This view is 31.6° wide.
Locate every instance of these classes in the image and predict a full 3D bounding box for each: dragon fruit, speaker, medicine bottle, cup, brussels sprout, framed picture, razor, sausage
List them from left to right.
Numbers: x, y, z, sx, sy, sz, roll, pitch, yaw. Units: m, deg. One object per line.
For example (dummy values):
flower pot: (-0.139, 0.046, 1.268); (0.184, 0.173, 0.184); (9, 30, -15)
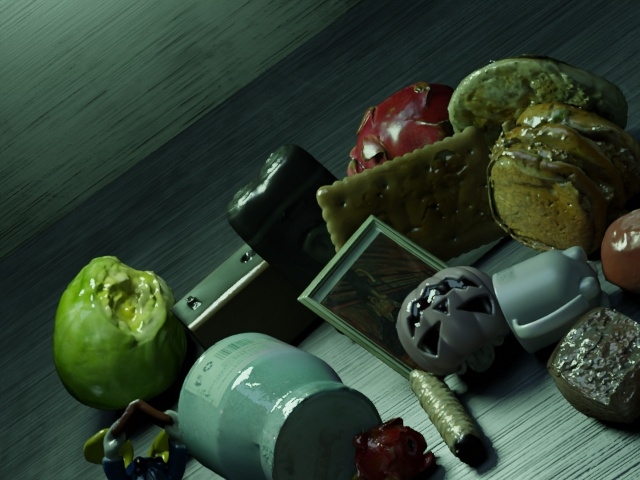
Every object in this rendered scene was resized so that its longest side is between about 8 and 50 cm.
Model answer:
brussels sprout: (-0.404, 0.191, 2.324); (0.268, 0.344, 0.344); (13, 45, 14)
speaker: (-0.142, 0.132, 2.197); (0.231, 0.192, 0.153); (-41, 23, -10)
medicine bottle: (-0.059, 0.291, 1.770); (0.245, 0.245, 0.290); (-45, 29, -17)
razor: (-0.001, -0.001, 2.069); (0.204, 0.349, 0.113); (-44, 8, 6)
dragon fruit: (0.109, 0.314, 1.655); (0.068, 0.126, 0.112); (-22, 66, 60)
framed picture: (0.132, 0.098, 1.890); (0.216, 0.273, 0.016); (-49, -17, -23)
dragon fruit: (0.202, -0.204, 2.297); (0.315, 0.250, 0.250); (-13, 30, 10)
cup: (0.346, 0.080, 1.696); (0.142, 0.173, 0.134); (-26, 70, 18)
sausage: (0.516, 0.013, 1.626); (0.254, 0.148, 0.148); (-11, 36, 39)

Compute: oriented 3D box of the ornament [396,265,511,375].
ornament: (0.214, 0.132, 1.769); (0.177, 0.177, 0.177); (-29, 26, 16)

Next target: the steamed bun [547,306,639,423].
steamed bun: (0.392, 0.170, 1.548); (0.145, 0.106, 0.175); (-42, 28, -11)

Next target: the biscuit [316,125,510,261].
biscuit: (0.173, -0.052, 2.005); (0.325, 0.217, 0.044); (-21, 5, -5)

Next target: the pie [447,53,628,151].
pie: (0.385, -0.225, 2.013); (0.339, 0.339, 0.077); (-12, 61, 42)

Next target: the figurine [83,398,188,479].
figurine: (-0.266, 0.400, 1.892); (0.205, 0.283, 0.338); (-7, 35, -20)

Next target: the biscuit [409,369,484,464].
biscuit: (0.190, 0.261, 1.707); (0.055, 0.061, 0.219); (-45, 24, 5)

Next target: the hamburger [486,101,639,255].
hamburger: (0.394, -0.110, 1.883); (0.211, 0.245, 0.260); (-51, 8, -23)
